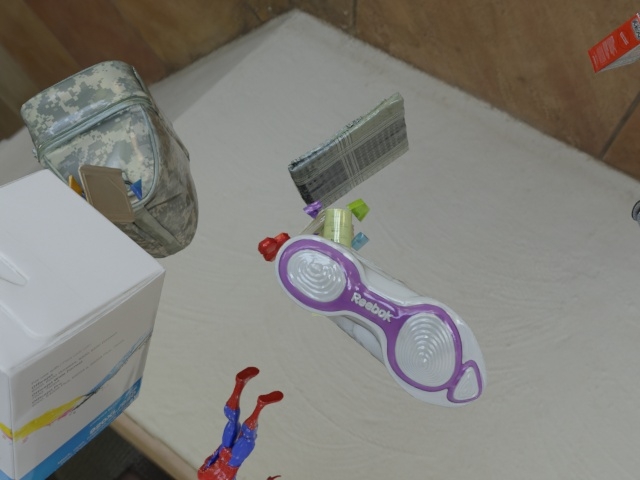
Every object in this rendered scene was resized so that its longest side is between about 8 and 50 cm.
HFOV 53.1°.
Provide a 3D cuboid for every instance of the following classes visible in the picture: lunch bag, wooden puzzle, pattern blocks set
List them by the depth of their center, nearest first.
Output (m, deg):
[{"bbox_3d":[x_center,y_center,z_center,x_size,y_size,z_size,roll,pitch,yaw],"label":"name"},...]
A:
[{"bbox_3d":[-0.265,-0.056,0.789,0.014,0.078,0.116,-22,163,30],"label":"wooden puzzle"},{"bbox_3d":[-0.329,-0.114,1.089,0.256,0.213,0.305,58,174,15],"label":"lunch bag"},{"bbox_3d":[0.000,0.000,1.562,0.026,0.285,0.325,52,179,28],"label":"pattern blocks set"}]

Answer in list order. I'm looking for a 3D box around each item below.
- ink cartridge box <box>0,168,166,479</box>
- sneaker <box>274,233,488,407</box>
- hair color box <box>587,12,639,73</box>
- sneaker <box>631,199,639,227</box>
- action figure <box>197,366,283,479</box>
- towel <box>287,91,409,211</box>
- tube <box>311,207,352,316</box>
[{"bbox_3d":[-0.278,0.089,0.611,0.171,0.168,0.232,37,134,13],"label":"ink cartridge box"},{"bbox_3d":[0.086,0.088,0.821,0.305,0.114,0.152,39,-173,3],"label":"sneaker"},{"bbox_3d":[0.483,-0.308,0.985,0.141,0.072,0.043,130,123,-82],"label":"hair color box"},{"bbox_3d":[0.636,-0.050,1.117,0.269,0.153,0.101,34,-161,-45],"label":"sneaker"},{"bbox_3d":[-0.115,0.332,1.057,0.091,0.139,0.280,40,118,31],"label":"action figure"},{"bbox_3d":[0.077,-0.213,1.589,0.056,0.324,0.312,56,179,20],"label":"towel"},{"bbox_3d":[0.034,0.050,1.415,0.062,0.240,0.070,8,174,-38],"label":"tube"}]
